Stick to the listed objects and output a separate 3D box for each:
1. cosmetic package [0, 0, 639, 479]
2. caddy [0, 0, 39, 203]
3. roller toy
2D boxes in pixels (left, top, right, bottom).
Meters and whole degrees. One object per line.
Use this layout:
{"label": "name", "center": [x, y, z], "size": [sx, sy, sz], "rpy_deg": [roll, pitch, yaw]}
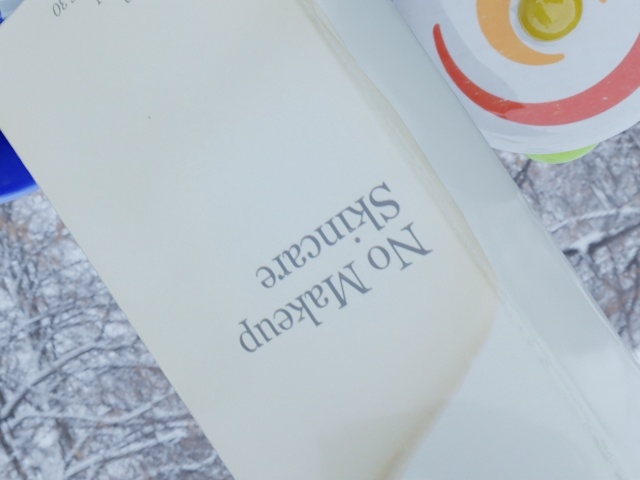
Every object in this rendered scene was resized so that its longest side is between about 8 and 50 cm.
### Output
{"label": "cosmetic package", "center": [0.000, 0.000, 0.379], "size": [0.160, 0.309, 0.113], "rpy_deg": [-36, -3, 27]}
{"label": "caddy", "center": [-0.171, -0.166, 0.475], "size": [0.341, 0.179, 0.241], "rpy_deg": [-32, -50, -25]}
{"label": "roller toy", "center": [0.141, -0.160, 0.539], "size": [0.191, 0.209, 0.146], "rpy_deg": [-55, 6, 23]}
